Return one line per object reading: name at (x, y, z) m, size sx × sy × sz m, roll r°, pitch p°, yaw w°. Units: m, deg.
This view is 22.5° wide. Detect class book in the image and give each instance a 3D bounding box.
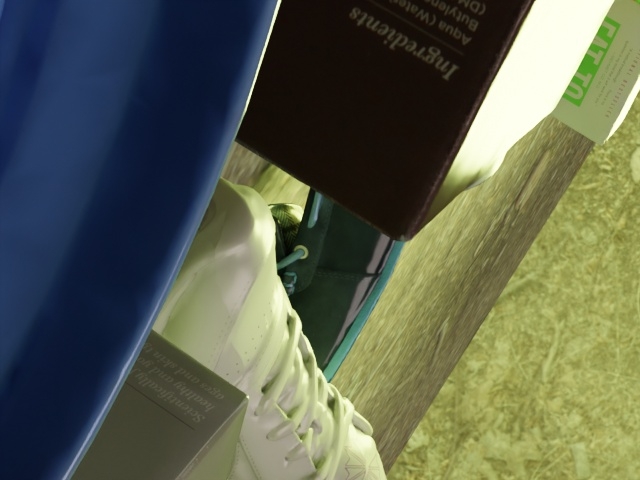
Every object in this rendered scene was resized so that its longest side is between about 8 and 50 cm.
book at (0.126, -0.133, 0.933) m, size 0.035 × 0.144 × 0.096 m, roll -46°, pitch 163°, yaw -41°

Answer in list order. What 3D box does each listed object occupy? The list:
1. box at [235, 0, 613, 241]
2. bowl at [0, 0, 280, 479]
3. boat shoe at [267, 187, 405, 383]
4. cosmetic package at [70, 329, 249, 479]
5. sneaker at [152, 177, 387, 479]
box at (0.088, -0.208, 0.624) m, size 0.191 × 0.143 × 0.381 m, roll -40°, pitch 157°, yaw -56°
bowl at (-0.136, 0.022, 0.181) m, size 0.391 × 0.077 × 0.391 m, roll -52°, pitch 164°, yaw -21°
boat shoe at (0.000, 0.000, 0.930) m, size 0.258 × 0.089 × 0.109 m, roll -64°, pitch 180°, yaw 6°
cosmetic package at (-0.120, 0.122, 0.661) m, size 0.107 × 0.127 × 0.238 m, roll -47°, pitch 166°, yaw -39°
sneaker at (-0.028, 0.076, 0.806) m, size 0.305 × 0.152 × 0.114 m, roll 98°, pitch 11°, yaw -56°
